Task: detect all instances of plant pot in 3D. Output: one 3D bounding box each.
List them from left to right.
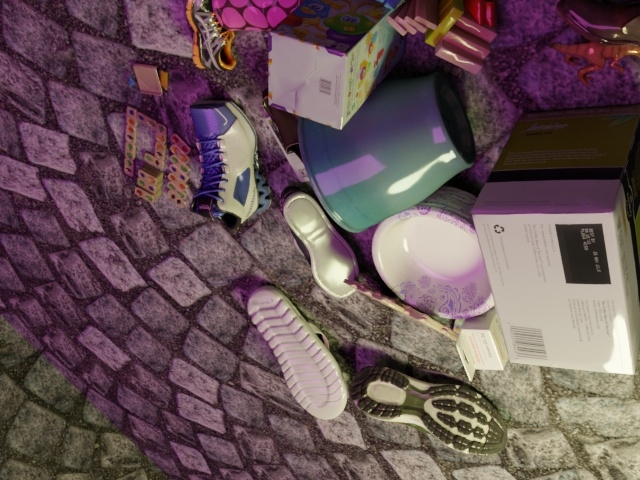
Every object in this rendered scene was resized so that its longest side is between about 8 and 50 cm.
[{"bbox_3d":[0.137,-0.180,1.410,0.255,0.272,0.272,-19,116,28],"label":"plant pot"}]

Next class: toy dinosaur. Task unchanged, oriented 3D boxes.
[{"bbox_3d":[0.426,-0.300,1.208,0.211,0.064,0.112,-2,164,-12],"label":"toy dinosaur"}]

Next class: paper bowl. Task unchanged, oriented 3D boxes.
[{"bbox_3d":[0.260,0.011,1.568,0.284,0.148,0.284,19,136,20],"label":"paper bowl"}]

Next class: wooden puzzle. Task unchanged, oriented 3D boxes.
[{"bbox_3d":[-0.400,-0.376,1.771,0.116,0.014,0.079,18,131,20],"label":"wooden puzzle"}]

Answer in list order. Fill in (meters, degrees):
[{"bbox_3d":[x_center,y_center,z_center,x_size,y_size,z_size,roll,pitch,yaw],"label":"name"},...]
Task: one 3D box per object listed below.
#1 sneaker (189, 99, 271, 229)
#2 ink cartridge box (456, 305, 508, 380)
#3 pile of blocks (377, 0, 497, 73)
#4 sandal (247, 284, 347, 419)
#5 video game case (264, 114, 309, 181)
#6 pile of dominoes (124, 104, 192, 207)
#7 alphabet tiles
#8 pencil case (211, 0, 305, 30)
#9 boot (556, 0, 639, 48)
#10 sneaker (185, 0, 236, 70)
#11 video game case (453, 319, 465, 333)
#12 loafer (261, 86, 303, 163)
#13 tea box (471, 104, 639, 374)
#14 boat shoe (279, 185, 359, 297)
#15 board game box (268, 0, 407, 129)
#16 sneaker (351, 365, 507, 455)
[{"bbox_3d":[-0.223,-0.150,1.727,0.127,0.182,0.316,3,129,30],"label":"sneaker"},{"bbox_3d":[0.358,0.193,1.604,0.067,0.198,0.115,-5,123,36],"label":"ink cartridge box"},{"bbox_3d":[0.156,-0.433,1.238,0.362,0.149,0.112,40,139,-2],"label":"pile of blocks"},{"bbox_3d":[-0.043,0.293,2.076,0.169,0.102,0.416,-25,98,29],"label":"sandal"},{"bbox_3d":[-0.009,-0.216,1.643,0.190,0.022,0.173,-8,122,40],"label":"video game case"},{"bbox_3d":[-0.423,-0.197,1.927,0.196,0.040,0.251,29,138,10],"label":"pile of dominoes"},{"bbox_3d":[0.190,0.156,1.713,0.278,0.021,0.284,29,177,-34],"label":"alphabet tiles"},{"bbox_3d":[-0.102,-0.442,1.453,0.209,0.095,0.098,12,145,29],"label":"pencil case"},{"bbox_3d":[0.473,-0.343,1.135,0.219,0.082,0.106,19,148,-4],"label":"boot"},{"bbox_3d":[-0.215,-0.436,1.545,0.083,0.084,0.215,22,147,15],"label":"sneaker"},{"bbox_3d":[0.371,0.181,1.746,0.119,0.015,0.166,20,135,18],"label":"video game case"},{"bbox_3d":[-0.048,-0.226,1.582,0.220,0.078,0.080,48,138,-12],"label":"loafer"},{"bbox_3d":[0.435,-0.008,1.299,0.220,0.323,0.329,2,127,32],"label":"tea box"},{"bbox_3d":[0.000,0.000,1.783,0.114,0.091,0.303,-26,117,-2],"label":"boat shoe"},{"bbox_3d":[0.037,-0.338,1.309,0.142,0.275,0.144,21,136,17],"label":"board game box"},{"bbox_3d":[0.287,0.442,1.985,0.410,0.158,0.182,20,167,16],"label":"sneaker"}]
